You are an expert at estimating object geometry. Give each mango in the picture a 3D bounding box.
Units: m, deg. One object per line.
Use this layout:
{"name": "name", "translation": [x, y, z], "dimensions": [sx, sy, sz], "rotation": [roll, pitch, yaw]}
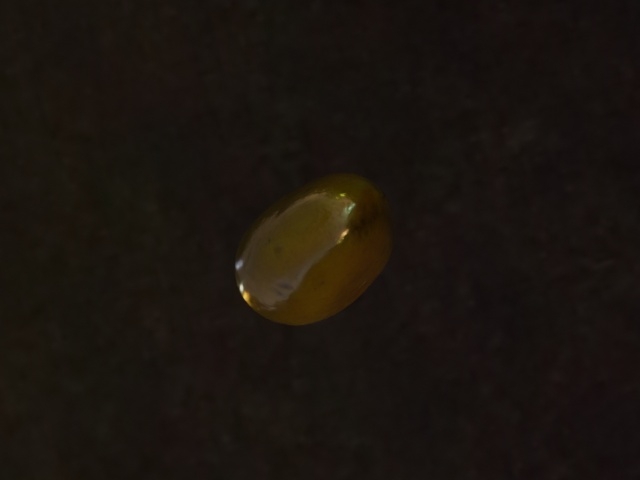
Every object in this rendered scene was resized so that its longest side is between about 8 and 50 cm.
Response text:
{"name": "mango", "translation": [0.000, 0.000, 1.417], "dimensions": [0.098, 0.137, 0.195], "rotation": [54, 155, 11]}
